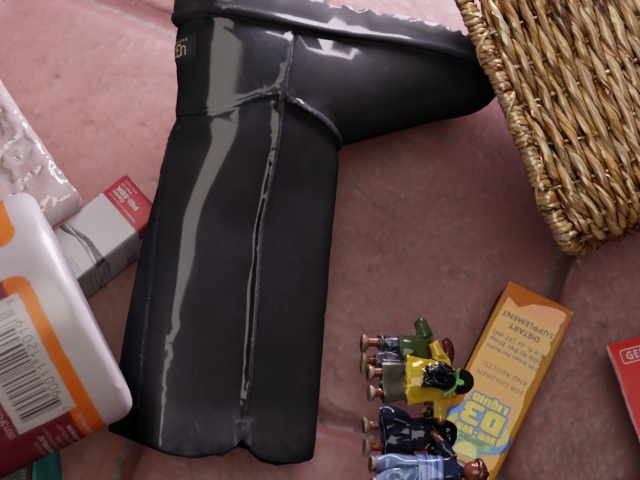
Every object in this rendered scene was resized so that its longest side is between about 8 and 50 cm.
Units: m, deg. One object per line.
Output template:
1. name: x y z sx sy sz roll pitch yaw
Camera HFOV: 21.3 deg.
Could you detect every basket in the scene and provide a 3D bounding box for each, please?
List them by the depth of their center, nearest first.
1. basket: 0.251 -0.142 1.694 0.223 0.213 0.299 -22 85 -12

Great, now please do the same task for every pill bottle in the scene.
1. pill bottle: -0.383 0.137 1.482 0.392 0.224 0.224 -25 80 -7

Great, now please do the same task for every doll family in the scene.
1. doll family: 0.099 0.166 1.608 0.111 0.076 0.193 1 81 -9

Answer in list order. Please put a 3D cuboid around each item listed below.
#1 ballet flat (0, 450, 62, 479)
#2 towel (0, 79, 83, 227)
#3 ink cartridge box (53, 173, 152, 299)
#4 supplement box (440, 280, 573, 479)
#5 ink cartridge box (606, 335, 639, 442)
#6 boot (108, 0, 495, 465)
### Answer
1. ballet flat: -0.289 0.188 1.648 0.079 0.077 0.222 -4 71 13
2. towel: -0.445 -0.064 1.653 0.331 0.053 0.317 -33 69 -6
3. ink cartridge box: -0.225 0.007 1.676 0.135 0.099 0.056 -39 81 -13
4. supplement box: 0.167 0.163 1.686 0.078 0.080 0.233 26 78 4
5. ink cartridge box: 0.459 0.189 1.686 0.296 0.066 0.261 -13 79 -19
6. boot: -0.002 0.000 1.666 0.367 0.146 0.445 9 81 -24
